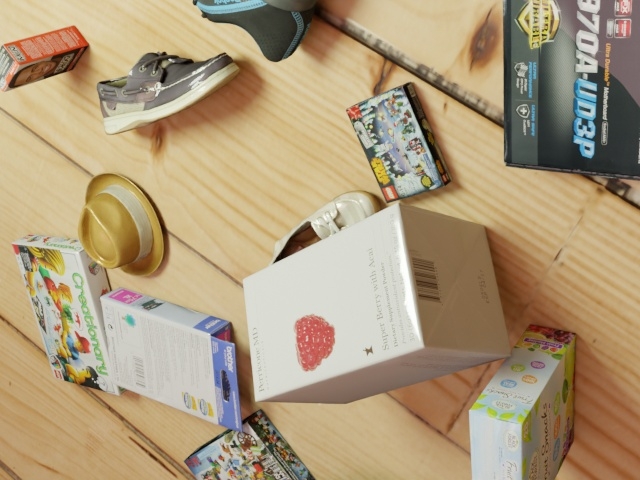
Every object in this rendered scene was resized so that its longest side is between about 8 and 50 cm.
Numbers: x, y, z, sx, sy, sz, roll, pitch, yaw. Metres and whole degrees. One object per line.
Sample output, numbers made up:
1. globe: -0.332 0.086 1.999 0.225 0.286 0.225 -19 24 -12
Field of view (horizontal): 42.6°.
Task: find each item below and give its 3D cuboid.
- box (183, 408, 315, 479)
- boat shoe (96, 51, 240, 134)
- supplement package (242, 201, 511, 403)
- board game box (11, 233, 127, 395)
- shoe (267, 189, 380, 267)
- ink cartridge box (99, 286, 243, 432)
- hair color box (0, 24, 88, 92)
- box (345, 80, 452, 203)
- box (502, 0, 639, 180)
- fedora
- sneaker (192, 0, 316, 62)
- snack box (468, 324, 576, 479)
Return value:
1. box: -0.133 0.416 1.488 0.159 0.044 0.233 52 132 2
2. boat shoe: -0.235 -0.225 1.187 0.285 0.103 0.092 -10 112 45
3. supplement package: 0.061 0.096 1.053 0.293 0.175 0.178 -27 63 41
4. board game box: -0.473 0.142 1.580 0.192 0.053 0.306 5 116 33
5. shoe: 0.000 0.000 1.163 0.219 0.058 0.077 -34 92 42
6. ink cartridge box: -0.251 0.206 1.448 0.311 0.065 0.186 14 118 32
7. hair color box: -0.434 -0.282 1.270 0.043 0.141 0.072 53 132 1
8. box: 0.100 -0.123 1.048 0.093 0.027 0.137 -16 103 41
9. box: 0.284 -0.180 0.870 0.175 0.051 0.220 10 119 31
10. fedora: -0.354 -0.016 1.395 0.194 0.079 0.195 16 121 29
11. sneaker: -0.153 -0.353 1.045 0.340 0.125 0.140 38 138 18
12. snack box: 0.252 0.230 1.006 0.070 0.207 0.175 9 119 32
